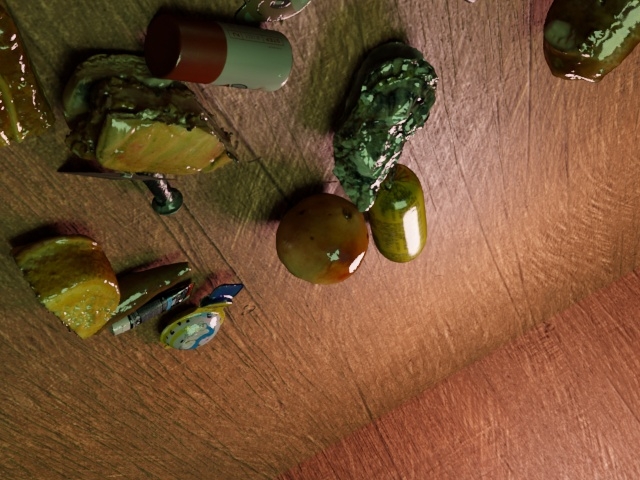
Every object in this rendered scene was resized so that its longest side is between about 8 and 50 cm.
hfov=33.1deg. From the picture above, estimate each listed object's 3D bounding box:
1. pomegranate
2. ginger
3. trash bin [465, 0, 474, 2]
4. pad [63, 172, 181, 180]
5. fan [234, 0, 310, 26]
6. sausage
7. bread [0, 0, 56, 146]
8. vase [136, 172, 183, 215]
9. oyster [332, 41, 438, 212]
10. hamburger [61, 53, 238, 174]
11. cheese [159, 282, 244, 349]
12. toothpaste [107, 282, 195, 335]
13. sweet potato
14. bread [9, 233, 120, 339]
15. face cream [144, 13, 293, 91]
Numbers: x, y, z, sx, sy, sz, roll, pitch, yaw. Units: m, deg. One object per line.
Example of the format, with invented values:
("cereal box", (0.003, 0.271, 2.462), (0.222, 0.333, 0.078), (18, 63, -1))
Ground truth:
("pomegranate", (0.001, -0.004, 2.159), (0.191, 0.191, 0.191), (-24, 152, -13))
("ginger", (0.531, -0.468, 1.908), (0.254, 0.176, 0.418), (16, 126, -45))
("trash bin", (0.189, -0.476, 1.614), (0.225, 0.115, 0.165), (7, 134, -48))
("pad", (-0.322, -0.100, 1.712), (0.187, 0.006, 0.113), (4, 180, 44))
("fan", (-0.021, -0.395, 1.653), (0.226, 0.008, 0.152), (-14, 148, -27))
("sausage", (0.163, -0.054, 2.287), (0.123, 0.123, 0.347), (-28, 154, -6))
("bread", (-0.466, -0.223, 1.389), (0.184, 0.114, 0.275), (-25, 151, -12))
("vase", (-0.282, -0.104, 1.830), (0.059, 0.059, 0.167), (-28, 153, -5))
("oyster", (0.112, -0.205, 1.975), (0.162, 0.158, 0.351), (13, 125, -7))
("hamburger", (-0.261, -0.177, 1.622), (0.245, 0.155, 0.282), (-23, 157, -6))
("cheese", (-0.256, 0.167, 2.305), (0.156, 0.064, 0.250), (-2, 144, -46))
("toothpaste", (-0.345, 0.138, 2.198), (0.193, 0.045, 0.071), (-25, 161, -24))
("sweet potato", (-0.365, 0.098, 2.082), (0.243, 0.077, 0.077), (-35, 154, -13))
("bread", (-0.430, 0.074, 1.889), (0.139, 0.143, 0.229), (-28, 155, -3))
("face cream", (-0.152, -0.281, 1.619), (0.214, 0.096, 0.096), (-1, 141, -44))
